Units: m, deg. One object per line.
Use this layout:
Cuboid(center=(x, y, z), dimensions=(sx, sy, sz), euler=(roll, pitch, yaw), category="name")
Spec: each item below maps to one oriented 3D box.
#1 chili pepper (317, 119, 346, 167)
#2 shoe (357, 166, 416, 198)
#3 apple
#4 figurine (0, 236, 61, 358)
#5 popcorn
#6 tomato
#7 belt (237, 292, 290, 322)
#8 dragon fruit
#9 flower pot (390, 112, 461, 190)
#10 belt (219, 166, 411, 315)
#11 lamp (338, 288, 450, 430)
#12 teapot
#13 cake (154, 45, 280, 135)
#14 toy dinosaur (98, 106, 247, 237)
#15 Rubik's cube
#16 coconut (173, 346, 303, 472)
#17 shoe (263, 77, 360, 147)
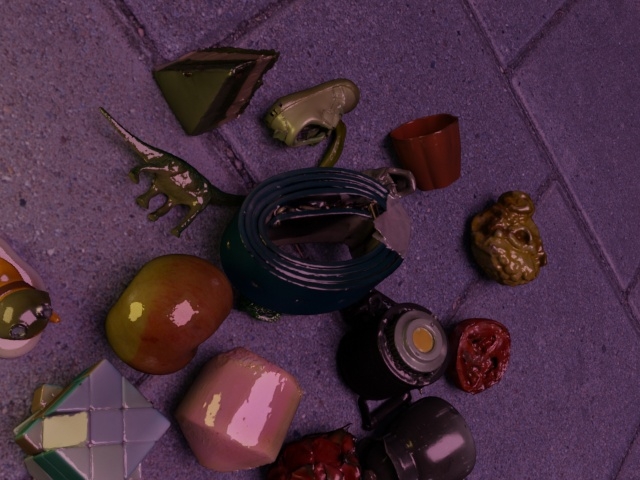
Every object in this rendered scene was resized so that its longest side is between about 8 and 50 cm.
Cuboid(center=(0.030, -0.236, 1.675), dimensions=(0.052, 0.050, 0.201), euler=(64, 44, -59), category="chili pepper")
Cuboid(center=(0.120, -0.132, 1.666), dimensions=(0.293, 0.149, 0.109), euler=(-18, 98, -36), category="shoe")
Cuboid(center=(-0.296, 0.137, 1.287), dimensions=(0.194, 0.261, 0.260), euler=(37, 65, -9), category="apple")
Cuboid(center=(-0.565, 0.096, 1.155), dimensions=(0.167, 0.141, 0.250), euler=(-37, 107, -31), category="figurine")
Cuboid(center=(0.551, 0.000, 1.954), dimensions=(0.225, 0.174, 0.285), euler=(-12, 92, -29), category="popcorn")
Cuboid(center=(0.439, 0.325, 1.890), dimensions=(0.228, 0.101, 0.227), euler=(-2, 94, -31), category="tomato")
Cuboid(center=(-0.116, 0.147, 1.486), dimensions=(0.151, 0.121, 0.079), euler=(7, 80, -36), category="belt")
Cuboid(center=(0.002, 0.544, 1.494), dimensions=(0.293, 0.234, 0.233), euler=(-38, 108, -47), category="dragon fruit")
Cuboid(center=(0.303, -0.239, 1.803), dimensions=(0.191, 0.191, 0.173), euler=(-36, 120, -33), category="flower pot")
Cuboid(center=(-0.002, 0.001, 1.448), dimensions=(0.437, 0.173, 0.300), euler=(-10, 69, -28), category="belt")
Cuboid(center=(0.186, 0.284, 1.599), dimensions=(0.205, 0.272, 0.374), euler=(-26, 101, -33), category="lamp")
Cuboid(center=(0.212, 0.566, 1.676), dimensions=(0.285, 0.305, 0.223), euler=(-16, 59, -29), category="teapot")
Cuboid(center=(-0.195, -0.312, 1.386), dimensions=(0.158, 0.284, 0.172), euler=(-37, 124, -32), category="cake")
Cuboid(center=(-0.262, -0.153, 1.431), dimensions=(0.301, 0.087, 0.447), euler=(-44, 117, -30), category="toy dinosaur")
Cuboid(center=(-0.419, 0.362, 1.205), dimensions=(0.265, 0.213, 0.224), euler=(50, 45, -9), category="Rubik's cube")
Cuboid(center=(-0.177, 0.363, 1.368), dimensions=(0.233, 0.233, 0.245), euler=(38, 72, -27), category="coconut")
Cuboid(center=(-0.016, -0.304, 1.599), dimensions=(0.262, 0.140, 0.128), euler=(-18, 86, -30), category="shoe")
